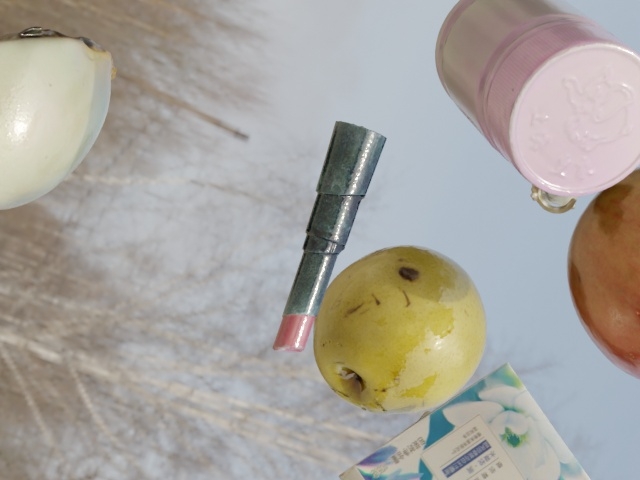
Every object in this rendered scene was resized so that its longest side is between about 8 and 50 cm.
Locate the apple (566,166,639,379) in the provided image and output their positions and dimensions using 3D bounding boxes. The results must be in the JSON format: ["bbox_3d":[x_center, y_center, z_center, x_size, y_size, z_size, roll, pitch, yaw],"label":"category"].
[{"bbox_3d":[0.578,0.045,2.085,0.364,0.364,0.364,-57,-161,33],"label":"apple"}]

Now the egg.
[{"bbox_3d":[-0.361,-0.124,1.497,0.264,0.174,0.286,-24,174,21],"label":"egg"}]

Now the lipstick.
[{"bbox_3d":[0.000,0.000,1.241,0.234,0.053,0.053,-70,-164,-1],"label":"lipstick"}]

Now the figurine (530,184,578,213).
[{"bbox_3d":[0.394,-0.104,2.035,0.132,0.132,0.153,-55,176,39],"label":"figurine"}]

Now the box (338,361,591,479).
[{"bbox_3d":[0.197,0.328,1.742,0.274,0.203,0.116,-30,170,-20],"label":"box"}]

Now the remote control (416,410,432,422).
[{"bbox_3d":[0.287,0.453,2.350,0.109,0.313,0.055,-50,156,-8],"label":"remote control"}]

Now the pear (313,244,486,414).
[{"bbox_3d":[0.155,0.181,2.513,0.348,0.348,0.348,-57,-161,33],"label":"pear"}]

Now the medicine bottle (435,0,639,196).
[{"bbox_3d":[0.281,-0.202,1.617,0.202,0.202,0.316,-63,-159,19],"label":"medicine bottle"}]
